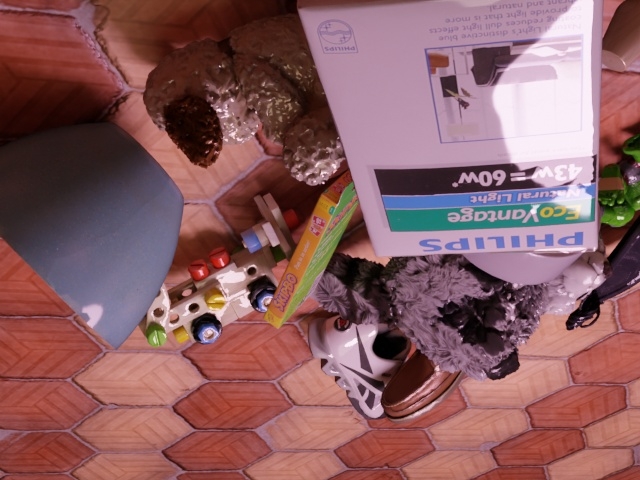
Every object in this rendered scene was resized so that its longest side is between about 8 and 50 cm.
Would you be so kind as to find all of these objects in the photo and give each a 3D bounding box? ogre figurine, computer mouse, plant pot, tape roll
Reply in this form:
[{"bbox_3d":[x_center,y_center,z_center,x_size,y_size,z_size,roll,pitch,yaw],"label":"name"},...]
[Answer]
[{"bbox_3d":[0.456,-0.090,1.465,0.118,0.096,0.197,33,87,-51],"label":"ogre figurine"},{"bbox_3d":[0.498,0.030,1.607,0.072,0.188,0.272,35,133,10],"label":"computer mouse"},{"bbox_3d":[-0.286,-0.033,1.280,0.195,0.290,0.290,-44,146,-11],"label":"plant pot"},{"bbox_3d":[0.264,-0.051,1.371,0.219,0.219,0.072,8,145,-22],"label":"tape roll"}]

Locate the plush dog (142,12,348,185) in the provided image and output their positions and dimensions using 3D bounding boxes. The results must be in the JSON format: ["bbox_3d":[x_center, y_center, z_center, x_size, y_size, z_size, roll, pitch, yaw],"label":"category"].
[{"bbox_3d":[-0.088,-0.176,1.149,0.225,0.262,0.211,-14,114,-7],"label":"plush dog"}]

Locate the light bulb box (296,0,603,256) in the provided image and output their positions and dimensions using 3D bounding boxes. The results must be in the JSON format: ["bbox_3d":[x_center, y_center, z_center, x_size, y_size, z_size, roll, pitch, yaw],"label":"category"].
[{"bbox_3d":[0.139,-0.223,0.944,0.225,0.358,0.361,-2,147,13],"label":"light bulb box"}]

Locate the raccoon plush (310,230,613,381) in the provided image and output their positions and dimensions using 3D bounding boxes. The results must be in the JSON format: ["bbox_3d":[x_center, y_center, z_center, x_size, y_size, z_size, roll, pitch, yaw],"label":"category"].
[{"bbox_3d":[0.215,0.012,1.552,0.446,0.299,0.216,25,133,29],"label":"raccoon plush"}]

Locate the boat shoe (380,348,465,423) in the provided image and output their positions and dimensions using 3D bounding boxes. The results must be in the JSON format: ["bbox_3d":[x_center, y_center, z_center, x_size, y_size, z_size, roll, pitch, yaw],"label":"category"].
[{"bbox_3d":[0.210,0.180,1.752,0.307,0.110,0.104,-42,123,-7],"label":"boat shoe"}]

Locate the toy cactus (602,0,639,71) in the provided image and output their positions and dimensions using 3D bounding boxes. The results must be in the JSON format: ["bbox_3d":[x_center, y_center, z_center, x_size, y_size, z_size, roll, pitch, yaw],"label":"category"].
[{"bbox_3d":[0.330,-0.253,1.017,0.180,0.112,0.219,-53,131,-8],"label":"toy cactus"}]

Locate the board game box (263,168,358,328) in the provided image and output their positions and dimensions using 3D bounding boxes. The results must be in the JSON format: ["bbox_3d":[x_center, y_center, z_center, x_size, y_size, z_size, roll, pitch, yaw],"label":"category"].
[{"bbox_3d":[0.000,0.000,1.445,0.039,0.124,0.259,35,125,8],"label":"board game box"}]

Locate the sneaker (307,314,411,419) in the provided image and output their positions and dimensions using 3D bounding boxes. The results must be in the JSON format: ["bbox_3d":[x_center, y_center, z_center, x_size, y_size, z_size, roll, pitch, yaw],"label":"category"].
[{"bbox_3d":[0.110,0.229,1.848,0.146,0.123,0.330,-17,146,17],"label":"sneaker"}]

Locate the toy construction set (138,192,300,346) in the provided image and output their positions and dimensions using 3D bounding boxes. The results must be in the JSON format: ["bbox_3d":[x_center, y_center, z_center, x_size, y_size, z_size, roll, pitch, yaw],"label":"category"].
[{"bbox_3d":[-0.172,0.043,1.510,0.327,0.151,0.215,-21,120,7],"label":"toy construction set"}]
